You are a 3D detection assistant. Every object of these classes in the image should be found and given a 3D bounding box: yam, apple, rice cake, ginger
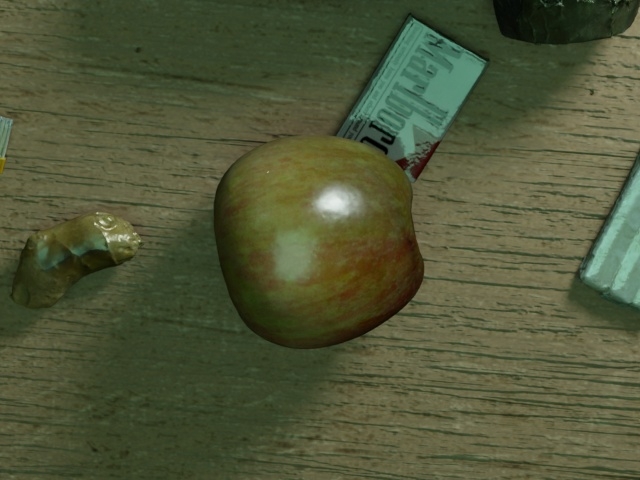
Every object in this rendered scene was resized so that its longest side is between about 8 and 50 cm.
[{"bbox_3d":[0.272,-0.344,1.710,0.202,0.201,0.271,1,149,5],"label":"yam"},{"bbox_3d":[0.000,0.000,1.825,0.234,0.257,0.257,-7,107,6],"label":"apple"},{"bbox_3d":[0.407,-0.015,1.917,0.124,0.038,0.211,28,106,-6],"label":"rice cake"},{"bbox_3d":[-0.312,0.021,1.937,0.190,0.069,0.095,-24,100,10],"label":"ginger"}]

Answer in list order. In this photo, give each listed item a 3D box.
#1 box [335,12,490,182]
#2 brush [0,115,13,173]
[{"bbox_3d":[0.111,-0.172,1.881,0.115,0.036,0.177,30,105,-7],"label":"box"},{"bbox_3d":[-0.464,-0.040,1.953,0.103,0.013,0.272,16,107,-3],"label":"brush"}]
